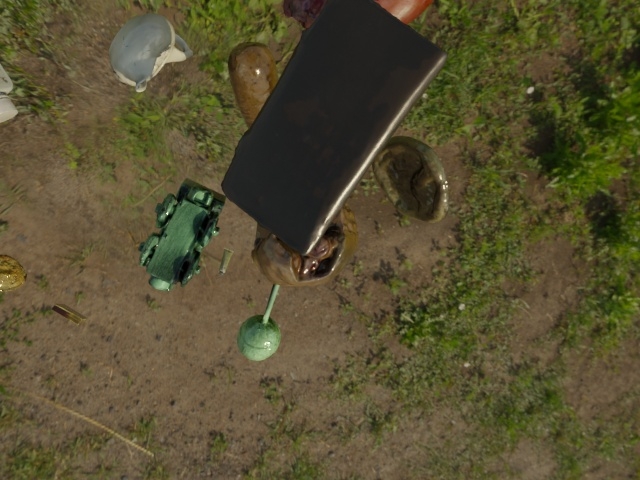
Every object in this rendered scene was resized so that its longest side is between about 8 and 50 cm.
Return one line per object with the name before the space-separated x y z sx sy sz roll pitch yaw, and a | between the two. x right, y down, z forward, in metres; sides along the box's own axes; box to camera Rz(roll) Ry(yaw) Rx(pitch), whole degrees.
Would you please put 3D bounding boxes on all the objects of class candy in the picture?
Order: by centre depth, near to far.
candy | -0.121 0.141 1.162 0.119 0.119 0.440 8 124 -20

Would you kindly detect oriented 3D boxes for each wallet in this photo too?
wallet | 0.003 -0.144 0.586 0.165 0.042 0.310 37 106 7

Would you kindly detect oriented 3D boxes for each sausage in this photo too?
sausage | -0.153 -0.354 1.299 0.123 0.501 0.136 3 70 8

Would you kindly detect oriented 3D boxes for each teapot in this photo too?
teapot | -0.463 -0.519 1.256 0.165 0.300 0.208 36 131 -2

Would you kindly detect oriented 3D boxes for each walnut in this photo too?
walnut | -0.001 0.008 0.899 0.238 0.141 0.204 -47 156 -15

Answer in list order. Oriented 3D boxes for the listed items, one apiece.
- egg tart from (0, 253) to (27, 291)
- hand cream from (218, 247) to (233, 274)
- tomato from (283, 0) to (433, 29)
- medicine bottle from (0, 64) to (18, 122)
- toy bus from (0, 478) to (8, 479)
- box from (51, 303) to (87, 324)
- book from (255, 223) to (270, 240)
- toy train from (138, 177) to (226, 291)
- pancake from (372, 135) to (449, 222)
egg tart | -0.880 0.083 1.269 0.128 0.129 0.049 37 116 -23
hand cream | -0.333 0.074 1.603 0.035 0.022 0.102 22 56 -17
tomato | 0.103 -0.424 0.706 0.334 0.290 0.176 -35 144 28
medicine bottle | -0.748 -0.352 0.999 0.069 0.119 0.183 -22 104 25
toy bus | -0.296 0.248 0.381 0.087 0.089 0.194 -36 127 23
box | -0.775 0.228 1.422 0.090 0.133 0.023 34 72 -13
book | -0.191 -0.022 1.680 0.024 0.228 0.160 4 103 -27
toy train | -0.370 -0.021 1.225 0.166 0.238 0.299 26 103 -15
pancake | 0.261 -0.170 1.340 0.049 0.294 0.295 -41 114 -22
